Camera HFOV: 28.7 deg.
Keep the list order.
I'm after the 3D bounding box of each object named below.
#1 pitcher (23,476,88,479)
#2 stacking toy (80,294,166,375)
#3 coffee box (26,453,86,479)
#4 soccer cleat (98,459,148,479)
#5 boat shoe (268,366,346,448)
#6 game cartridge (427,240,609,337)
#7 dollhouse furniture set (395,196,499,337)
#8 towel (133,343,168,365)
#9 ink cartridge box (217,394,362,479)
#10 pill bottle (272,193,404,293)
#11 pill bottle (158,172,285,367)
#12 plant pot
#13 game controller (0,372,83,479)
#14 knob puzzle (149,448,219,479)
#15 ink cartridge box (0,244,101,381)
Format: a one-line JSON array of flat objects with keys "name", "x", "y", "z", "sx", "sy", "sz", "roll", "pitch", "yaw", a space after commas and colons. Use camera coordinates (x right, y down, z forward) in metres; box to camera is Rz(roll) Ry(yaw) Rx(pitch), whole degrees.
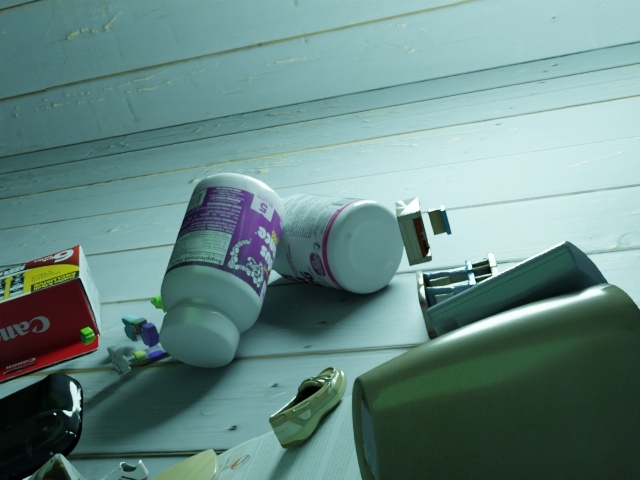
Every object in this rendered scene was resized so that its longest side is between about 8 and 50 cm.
[{"name": "pitcher", "x": -0.387, "y": 0.330, "z": 1.669, "sx": 0.177, "sy": 0.125, "sz": 0.207, "roll": -14, "pitch": 27, "yaw": -12}, {"name": "stacking toy", "x": -0.309, "y": 0.160, "z": 2.165, "sx": 0.167, "sy": 0.052, "sz": 0.221, "roll": -24, "pitch": 18, "yaw": -24}, {"name": "coffee box", "x": -0.288, "y": 0.376, "z": 1.370, "sx": 0.168, "sy": 0.119, "sz": 0.297, "roll": -41, "pitch": 23, "yaw": -9}, {"name": "soccer cleat", "x": -0.276, "y": 0.322, "z": 1.712, "sx": 0.083, "sy": 0.036, "sz": 0.029, "roll": -13, "pitch": 19, "yaw": 12}, {"name": "boat shoe", "x": -0.016, "y": 0.200, "z": 1.575, "sx": 0.056, "sy": 0.048, "sz": 0.153, "roll": -20, "pitch": 17, "yaw": 40}, {"name": "game cartridge", "x": 0.254, "y": 0.115, "z": 1.449, "sx": 0.198, "sy": 0.297, "sz": 0.062, "roll": -30, "pitch": 53, "yaw": 4}, {"name": "dollhouse furniture set", "x": 0.200, "y": 0.030, "z": 1.900, "sx": 0.129, "sy": 0.184, "sz": 0.129, "roll": -15, "pitch": 19, "yaw": 7}, {"name": "towel", "x": -0.278, "y": 0.188, "z": 2.143, "sx": 0.083, "sy": 0.009, "sz": 0.060, "roll": -21, "pitch": 19, "yaw": -12}, {"name": "ink cartridge box", "x": -0.037, "y": 0.322, "z": 1.488, "sx": 0.385, "sy": 0.091, "sz": 0.308, "roll": -28, "pitch": 14, "yaw": 22}, {"name": "pill bottle", "x": 0.000, "y": 0.000, "z": 2.202, "sx": 0.160, "sy": 0.160, "sz": 0.283, "roll": -28, "pitch": 21, "yaw": -31}, {"name": "pill bottle", "x": -0.166, "y": 0.051, "z": 2.058, "sx": 0.169, "sy": 0.169, "sz": 0.302, "roll": -7, "pitch": 50, "yaw": 27}, {"name": "plant pot", "x": 0.177, "y": 0.183, "z": 1.268, "sx": 0.274, "sy": 0.257, "sz": 0.256, "roll": -5, "pitch": 17, "yaw": -9}, {"name": "game controller", "x": -0.452, "y": 0.278, "z": 1.622, "sx": 0.319, "sy": 0.067, "sz": 0.166, "roll": -25, "pitch": 22, "yaw": 6}, {"name": "knob puzzle", "x": -0.193, "y": 0.333, "z": 1.556, "sx": 0.213, "sy": 0.030, "sz": 0.213, "roll": -32, "pitch": 13, "yaw": 8}, {"name": "ink cartridge box", "x": -0.574, "y": 0.148, "z": 2.332, "sx": 0.309, "sy": 0.130, "sz": 0.272, "roll": -18, "pitch": 19, "yaw": -5}]
